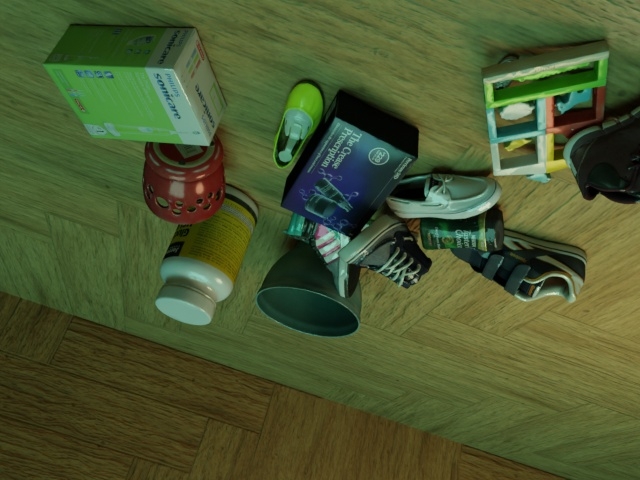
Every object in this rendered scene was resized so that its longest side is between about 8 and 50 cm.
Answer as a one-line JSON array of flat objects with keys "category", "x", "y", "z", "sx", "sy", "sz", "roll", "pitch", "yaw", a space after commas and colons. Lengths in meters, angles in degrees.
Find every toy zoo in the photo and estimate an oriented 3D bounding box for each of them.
[{"category": "toy zoo", "x": 0.394, "y": -0.204, "z": 1.056, "sx": 0.192, "sy": 0.030, "sz": 0.293, "roll": -9, "pitch": 144, "yaw": 16}]

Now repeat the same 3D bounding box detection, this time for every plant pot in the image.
[{"category": "plant pot", "x": -0.311, "y": -0.158, "z": 1.360, "sx": 0.191, "sy": 0.191, "sz": 0.174, "roll": 15, "pitch": 145, "yaw": 1}, {"category": "plant pot", "x": -0.013, "y": 0.119, "z": 1.668, "sx": 0.293, "sy": 0.196, "sz": 0.293, "roll": 12, "pitch": 149, "yaw": 8}]

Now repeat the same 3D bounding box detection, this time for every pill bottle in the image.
[{"category": "pill bottle", "x": -0.291, "y": 0.035, "z": 1.524, "sx": 0.188, "sy": 0.334, "sz": 0.188, "roll": 12, "pitch": 149, "yaw": 7}]

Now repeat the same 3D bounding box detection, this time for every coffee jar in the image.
[{"category": "coffee jar", "x": 0.324, "y": -0.025, "z": 1.371, "sx": 0.184, "sy": 0.079, "sz": 0.096, "roll": 1, "pitch": 124, "yaw": 24}]

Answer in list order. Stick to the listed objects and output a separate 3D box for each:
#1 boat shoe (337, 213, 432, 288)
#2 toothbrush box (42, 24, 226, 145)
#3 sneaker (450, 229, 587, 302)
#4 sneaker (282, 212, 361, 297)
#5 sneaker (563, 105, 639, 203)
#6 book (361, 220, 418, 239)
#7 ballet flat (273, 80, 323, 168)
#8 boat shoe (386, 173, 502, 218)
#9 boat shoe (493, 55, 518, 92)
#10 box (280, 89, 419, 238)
[{"category": "boat shoe", "x": 0.161, "y": 0.035, "z": 1.323, "sx": 0.127, "sy": 0.340, "sz": 0.158, "roll": -42, "pitch": 82, "yaw": 23}, {"category": "toothbrush box", "x": -0.362, "y": -0.308, "z": 1.201, "sx": 0.283, "sy": 0.122, "sz": 0.206, "roll": 7, "pitch": 149, "yaw": 17}, {"category": "sneaker", "x": 0.459, "y": 0.060, "z": 1.415, "sx": 0.321, "sy": 0.127, "sz": 0.126, "roll": 11, "pitch": 151, "yaw": 13}, {"category": "sneaker", "x": 0.000, "y": 0.000, "z": 1.476, "sx": 0.178, "sy": 0.124, "sz": 0.295, "roll": 7, "pitch": 117, "yaw": 24}, {"category": "sneaker", "x": 0.543, "y": -0.144, "z": 0.964, "sx": 0.106, "sy": 0.162, "sz": 0.281, "roll": 29, "pitch": 138, "yaw": -32}, {"category": "book", "x": 0.169, "y": -0.004, "z": 1.541, "sx": 0.144, "sy": 0.035, "sz": 0.096, "roll": 16, "pitch": 147, "yaw": -1}, {"category": "ballet flat", "x": -0.052, "y": -0.225, "z": 1.232, "sx": 0.077, "sy": 0.077, "sz": 0.231, "roll": 21, "pitch": 149, "yaw": -8}, {"category": "boat shoe", "x": 0.250, "y": -0.099, "z": 1.278, "sx": 0.258, "sy": 0.095, "sz": 0.084, "roll": -9, "pitch": 146, "yaw": 35}, {"category": "boat shoe", "x": 0.309, "y": -0.269, "z": 1.025, "sx": 0.035, "sy": 0.035, "sz": 0.100, "roll": 18, "pitch": 150, "yaw": -3}, {"category": "box", "x": 0.056, "y": -0.146, "z": 1.230, "sx": 0.184, "sy": 0.103, "sz": 0.261, "roll": 22, "pitch": 134, "yaw": -14}]
